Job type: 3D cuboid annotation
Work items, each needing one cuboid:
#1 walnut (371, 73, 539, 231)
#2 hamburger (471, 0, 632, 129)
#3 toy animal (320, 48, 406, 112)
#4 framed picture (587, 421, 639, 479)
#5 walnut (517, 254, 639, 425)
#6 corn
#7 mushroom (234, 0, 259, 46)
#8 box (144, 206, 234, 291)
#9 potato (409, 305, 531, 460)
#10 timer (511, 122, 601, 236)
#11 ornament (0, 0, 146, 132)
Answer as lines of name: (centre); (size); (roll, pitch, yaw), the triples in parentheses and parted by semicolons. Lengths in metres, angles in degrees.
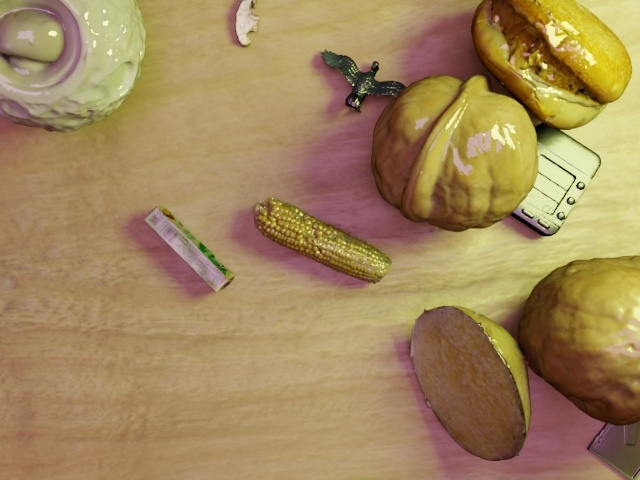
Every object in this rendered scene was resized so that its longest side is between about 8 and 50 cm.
walnut: (0.236, -0.157, 1.207); (0.296, 0.285, 0.285); (27, 91, 19)
hamburger: (0.404, -0.338, 1.208); (0.290, 0.314, 0.170); (50, 128, 4)
toy animal: (0.085, -0.301, 1.321); (0.220, 0.062, 0.108); (32, 91, 8)
framed picture: (0.607, 0.379, 1.326); (0.109, 0.011, 0.149); (36, 91, 1)
walnut: (0.511, 0.165, 1.166); (0.305, 0.344, 0.306); (0, 81, -3)
corn: (0.000, 0.000, 1.312); (0.288, 0.086, 0.087); (25, 91, 1)
mushroom: (-0.145, -0.434, 1.350); (0.049, 0.019, 0.101); (11, 92, 3)
box: (-0.256, 0.016, 1.337); (0.207, 0.050, 0.041); (44, 94, 2)
potato: (0.290, 0.248, 1.263); (0.116, 0.239, 0.299); (-18, 82, -41)
timer: (0.432, -0.117, 1.315); (0.144, 0.055, 0.187); (34, 87, 2)
ornament: (-0.479, -0.365, 1.214); (0.336, 0.337, 0.337); (0, 90, 2)
